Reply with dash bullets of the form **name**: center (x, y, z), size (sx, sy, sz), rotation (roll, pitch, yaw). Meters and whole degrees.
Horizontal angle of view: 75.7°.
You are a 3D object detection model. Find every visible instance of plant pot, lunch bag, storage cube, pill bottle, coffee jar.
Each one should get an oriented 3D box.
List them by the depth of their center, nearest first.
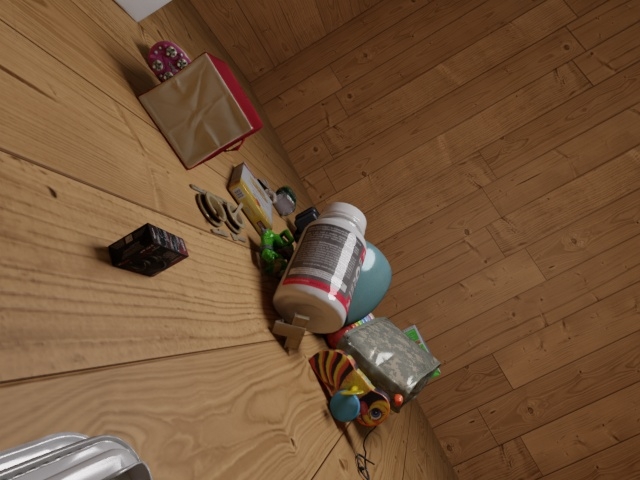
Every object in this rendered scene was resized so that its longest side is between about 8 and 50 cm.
- **storage cube**: center (-0.266, -0.299, 0.970), size (0.214, 0.184, 0.193), rotation (59, 8, -16)
- **pill bottle**: center (0.016, 0.056, 1.037), size (0.176, 0.177, 0.318), rotation (56, 42, -36)
- **lunch bag**: center (0.188, 0.357, 1.196), size (0.235, 0.168, 0.287), rotation (38, 12, 27)
- **plant pot**: center (0.049, 0.147, 1.233), size (0.290, 0.291, 0.195), rotation (57, 39, -26)
- **coffee jar**: center (-0.147, -0.169, 1.712), size (0.096, 0.079, 0.184), rotation (56, 9, -15)

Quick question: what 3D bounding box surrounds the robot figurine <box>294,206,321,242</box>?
- **robot figurine**: center (-0.002, 0.002, 1.714), size (0.209, 0.174, 0.278), rotation (-48, 114, -37)

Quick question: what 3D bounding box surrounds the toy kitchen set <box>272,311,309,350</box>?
- **toy kitchen set**: center (-0.071, 0.185, 0.917), size (0.068, 0.083, 0.075), rotation (16, 19, -11)

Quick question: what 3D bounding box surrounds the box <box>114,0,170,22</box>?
- **box**: center (-0.547, -0.808, 1.076), size (0.344, 0.169, 0.215), rotation (62, 7, 7)

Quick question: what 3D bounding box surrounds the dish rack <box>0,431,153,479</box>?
- **dish rack**: center (-0.128, 0.263, 0.184), size (0.332, 0.073, 0.285), rotation (64, 7, 14)

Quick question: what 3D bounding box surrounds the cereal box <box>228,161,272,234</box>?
- **cereal box**: center (-0.209, -0.136, 1.271), size (0.172, 0.048, 0.240), rotation (57, 8, -25)

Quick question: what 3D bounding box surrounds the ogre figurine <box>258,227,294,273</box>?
- **ogre figurine**: center (-0.104, 0.036, 1.111), size (0.197, 0.097, 0.118), rotation (13, 44, -42)

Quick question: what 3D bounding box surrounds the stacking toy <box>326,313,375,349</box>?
- **stacking toy**: center (0.100, 0.313, 1.405), size (0.141, 0.141, 0.330), rotation (62, 13, 11)

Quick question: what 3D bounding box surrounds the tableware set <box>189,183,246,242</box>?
- **tableware set**: center (-0.219, -0.067, 0.959), size (0.128, 0.039, 0.194), rotation (62, 7, 11)

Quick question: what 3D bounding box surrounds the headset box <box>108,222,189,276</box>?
- **headset box**: center (-0.220, 0.015, 0.539), size (0.032, 0.062, 0.083), rotation (64, 7, 23)

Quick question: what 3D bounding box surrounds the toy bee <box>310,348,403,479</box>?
- **toy bee**: center (0.109, 0.383, 1.006), size (0.298, 0.162, 0.195), rotation (60, 5, -6)

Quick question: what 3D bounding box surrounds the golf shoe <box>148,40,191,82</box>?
- **golf shoe**: center (-0.352, -0.424, 1.172), size (0.306, 0.115, 0.140), rotation (57, 4, -33)

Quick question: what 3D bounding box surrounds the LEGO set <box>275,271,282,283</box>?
- **LEGO set**: center (-0.105, 0.104, 1.147), size (0.083, 0.024, 0.054), rotation (64, 8, 26)

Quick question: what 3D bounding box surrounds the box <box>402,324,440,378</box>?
- **box**: center (0.263, 0.437, 1.457), size (0.126, 0.262, 0.231), rotation (60, 8, -2)

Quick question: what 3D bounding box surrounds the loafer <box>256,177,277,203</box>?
- **loafer**: center (-0.206, -0.187, 1.551), size (0.039, 0.045, 0.125), rotation (19, 32, -54)
